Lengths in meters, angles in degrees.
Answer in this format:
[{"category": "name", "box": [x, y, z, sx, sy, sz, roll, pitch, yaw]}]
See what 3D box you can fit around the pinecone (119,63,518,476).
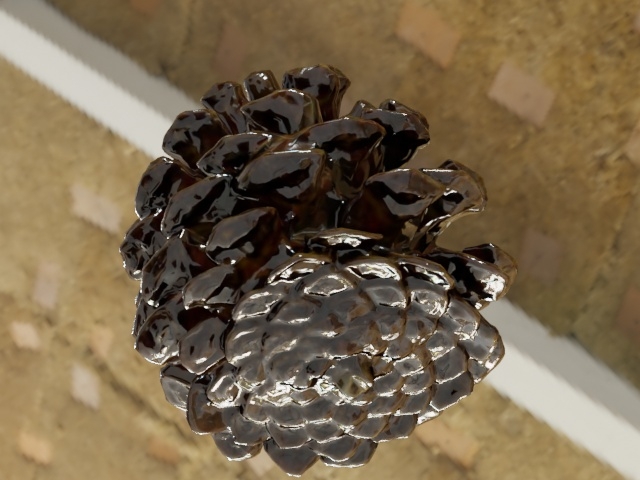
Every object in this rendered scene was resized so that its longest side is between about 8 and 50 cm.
[{"category": "pinecone", "box": [-0.007, -0.001, 0.684, 0.165, 0.162, 0.163, -109, -152, -47]}]
